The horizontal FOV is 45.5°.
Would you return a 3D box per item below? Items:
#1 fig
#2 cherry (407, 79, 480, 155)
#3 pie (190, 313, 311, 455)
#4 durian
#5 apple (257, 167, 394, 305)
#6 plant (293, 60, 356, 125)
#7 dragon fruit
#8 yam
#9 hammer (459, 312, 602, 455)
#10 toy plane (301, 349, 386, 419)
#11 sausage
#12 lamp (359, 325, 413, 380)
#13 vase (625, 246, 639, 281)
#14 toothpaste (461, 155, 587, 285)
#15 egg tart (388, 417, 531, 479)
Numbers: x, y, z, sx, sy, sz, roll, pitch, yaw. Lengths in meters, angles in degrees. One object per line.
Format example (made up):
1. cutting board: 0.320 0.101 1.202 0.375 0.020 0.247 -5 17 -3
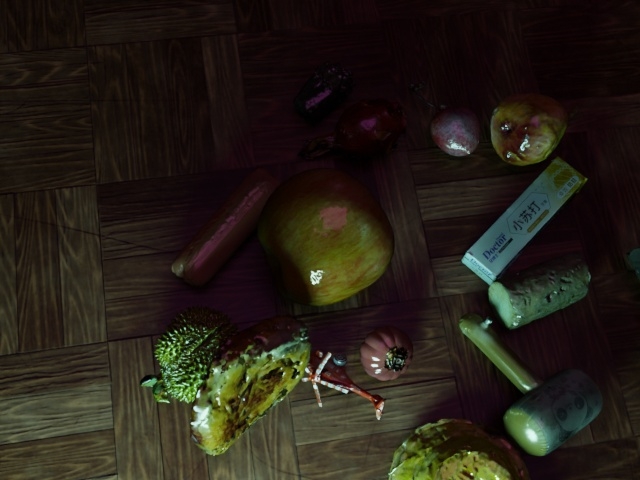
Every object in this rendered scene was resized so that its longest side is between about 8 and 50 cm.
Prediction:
1. fig: 0.485 -0.259 1.662 0.257 0.159 0.159 -23 74 -32
2. cherry: 0.277 -0.276 1.665 0.107 0.090 0.225 -22 65 0
3. pie: -0.121 0.249 1.333 0.085 0.308 0.308 40 72 23
4. durian: -0.221 0.220 1.416 0.159 0.146 0.198 21 96 25
5. apple: 0.000 0.000 1.454 0.264 0.264 0.264 2 71 -5
6. plant: 0.009 -0.322 1.655 0.092 0.094 0.143 40 83 23
7. dragon fruit: 0.067 -0.224 1.621 0.246 0.125 0.125 -16 87 7
8. yam: 0.446 0.098 1.538 0.194 0.107 0.107 -20 74 -13
9. hammer: 0.386 0.255 1.487 0.202 0.113 0.305 -25 62 -30
10. toy plane: 0.042 0.258 1.439 0.077 0.194 0.126 -30 117 -50
11. sausage: -0.182 -0.028 1.535 0.086 0.086 0.289 37 71 7
12. lamp: 0.128 0.218 1.476 0.108 0.092 0.107 -5 103 -23
13. vase: 0.704 0.131 1.558 0.116 0.115 0.237 -5 77 -7
14. toothpaste: 0.430 -0.041 1.607 0.089 0.071 0.313 42 73 13
15. egg tart: 0.267 0.465 1.394 0.295 0.116 0.294 2 69 -6
